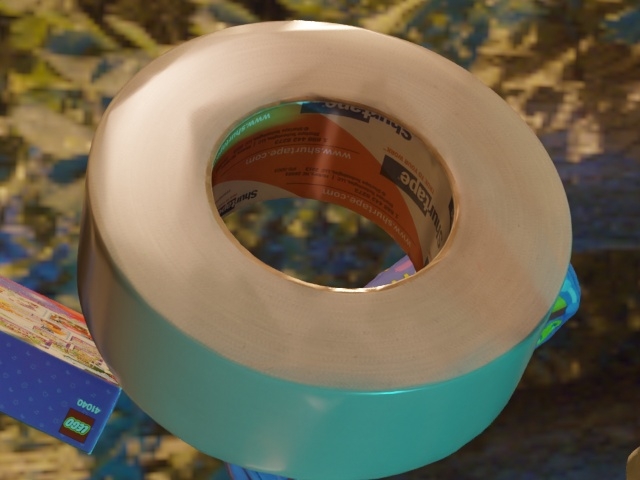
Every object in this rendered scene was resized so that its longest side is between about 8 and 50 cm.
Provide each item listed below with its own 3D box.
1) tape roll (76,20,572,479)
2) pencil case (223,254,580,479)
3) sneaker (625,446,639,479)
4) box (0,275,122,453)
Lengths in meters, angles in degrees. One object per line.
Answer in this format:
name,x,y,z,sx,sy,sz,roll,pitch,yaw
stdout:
tape roll,0.000,0.000,0.834,0.072,0.219,0.219,106,-30,-48
pencil case,0.050,0.086,1.378,0.133,0.306,0.119,46,-15,28
sneaker,0.241,-0.020,0.672,0.330,0.122,0.146,-64,-166,-17
box,-0.280,0.050,1.332,0.057,0.293,0.201,-63,-175,5
